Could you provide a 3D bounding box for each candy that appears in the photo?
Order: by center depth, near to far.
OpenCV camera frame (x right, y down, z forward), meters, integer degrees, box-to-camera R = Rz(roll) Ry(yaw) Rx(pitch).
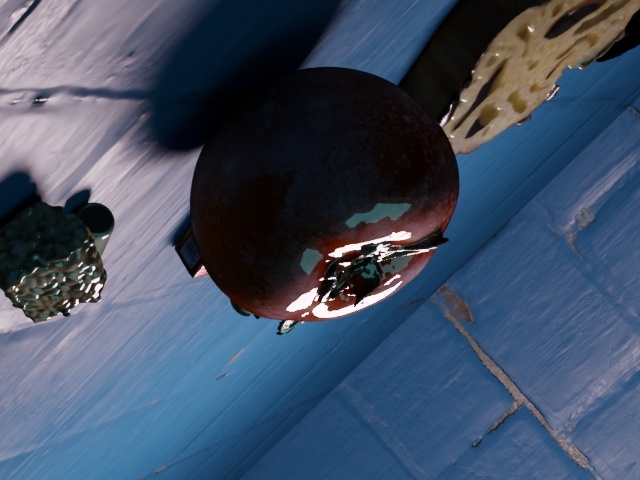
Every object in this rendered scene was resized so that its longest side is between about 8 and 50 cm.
[{"bbox_3d":[-0.238,0.018,1.450,0.095,0.085,0.110,-35,159,-3],"label":"candy"}]

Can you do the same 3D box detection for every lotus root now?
[{"bbox_3d":[0.246,-0.247,2.091,0.390,0.111,0.375,-39,169,5],"label":"lotus root"}]

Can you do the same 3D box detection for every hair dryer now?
[{"bbox_3d":[-0.248,0.013,1.535,0.124,0.038,0.063,-30,165,-28],"label":"hair dryer"}]

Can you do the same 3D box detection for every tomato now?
[{"bbox_3d":[-0.001,-0.050,1.643,0.270,0.227,0.270,-24,152,-14],"label":"tomato"}]

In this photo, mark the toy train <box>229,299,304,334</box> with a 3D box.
[{"bbox_3d":[0.007,0.004,2.173,0.307,0.126,0.189,-29,164,-48],"label":"toy train"}]

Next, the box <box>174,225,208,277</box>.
[{"bbox_3d":[-0.077,-0.034,1.873,0.112,0.048,0.175,-12,152,-44],"label":"box"}]

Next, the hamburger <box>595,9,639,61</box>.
[{"bbox_3d":[0.470,-0.358,2.467,0.231,0.107,0.231,-34,173,-5],"label":"hamburger"}]
